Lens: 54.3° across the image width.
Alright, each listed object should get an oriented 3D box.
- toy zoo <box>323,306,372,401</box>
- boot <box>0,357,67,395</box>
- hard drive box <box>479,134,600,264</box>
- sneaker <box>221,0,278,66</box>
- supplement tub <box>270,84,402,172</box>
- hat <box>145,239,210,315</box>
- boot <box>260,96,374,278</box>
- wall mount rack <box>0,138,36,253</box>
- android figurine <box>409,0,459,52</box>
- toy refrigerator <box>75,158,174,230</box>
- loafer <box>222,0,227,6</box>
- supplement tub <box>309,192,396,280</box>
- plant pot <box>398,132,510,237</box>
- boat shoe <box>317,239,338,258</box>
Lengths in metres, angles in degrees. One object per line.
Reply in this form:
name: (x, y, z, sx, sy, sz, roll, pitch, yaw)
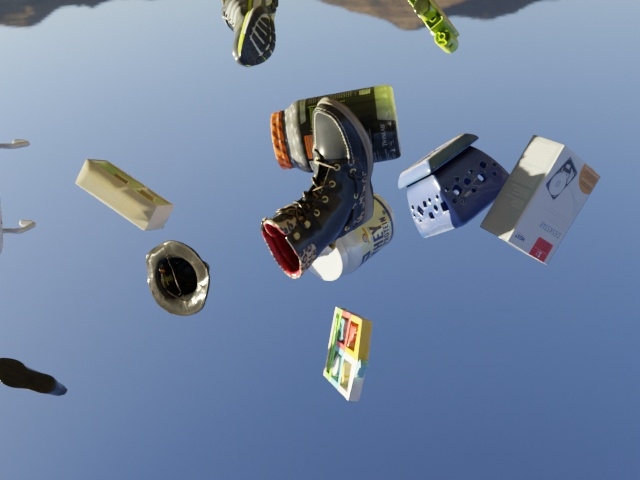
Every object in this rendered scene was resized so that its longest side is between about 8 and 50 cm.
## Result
toy zoo: (0.070, 0.278, 1.550, 0.030, 0.192, 0.293, 10, 178, -13)
boot: (-0.863, 0.417, 1.856, 0.198, 0.137, 0.077, 23, -111, 6)
hard drive box: (0.487, -0.087, 1.380, 0.181, 0.232, 0.089, 22, -170, -39)
sneaker: (-0.178, -0.523, 1.503, 0.121, 0.111, 0.300, -12, -128, 24)
supplement tub: (0.046, -0.301, 1.721, 0.338, 0.207, 0.207, -7, -154, 8)
hat: (-0.518, 0.134, 2.413, 0.331, 0.331, 0.134, 13, -160, 29)
boot: (-0.011, -0.110, 1.451, 0.138, 0.377, 0.284, 29, -121, 31)
wall mount rack: (-0.836, -0.128, 1.456, 0.304, 0.350, 0.130, 2, -166, -1)
android figurine: (0.270, -0.584, 1.582, 0.056, 0.248, 0.273, -37, 168, 21)
toy refrigerator: (-0.575, -0.140, 1.842, 0.269, 0.094, 0.102, 33, -167, 12)
loafer: (-0.255, -0.782, 1.907, 0.102, 0.268, 0.092, -13, -171, 36)
supplement tub: (0.097, -0.019, 2.257, 0.235, 0.235, 0.325, 17, -142, 36)
plant pot: (0.381, -0.168, 1.841, 0.236, 0.212, 0.236, -36, -175, -21)
boat shoe: (0.000, 0.000, 1.754, 0.098, 0.277, 0.096, 18, -154, -47)
